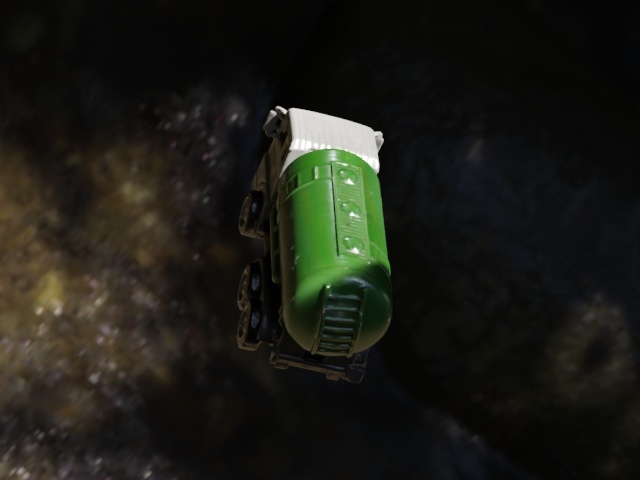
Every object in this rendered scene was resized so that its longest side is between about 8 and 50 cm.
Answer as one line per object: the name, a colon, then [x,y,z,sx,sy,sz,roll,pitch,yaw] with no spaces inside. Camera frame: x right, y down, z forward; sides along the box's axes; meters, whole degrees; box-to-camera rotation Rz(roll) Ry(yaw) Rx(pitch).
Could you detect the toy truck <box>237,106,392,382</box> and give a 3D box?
toy truck: [0.000,0.000,1.343,0.101,0.125,0.242,12,37,-13]
